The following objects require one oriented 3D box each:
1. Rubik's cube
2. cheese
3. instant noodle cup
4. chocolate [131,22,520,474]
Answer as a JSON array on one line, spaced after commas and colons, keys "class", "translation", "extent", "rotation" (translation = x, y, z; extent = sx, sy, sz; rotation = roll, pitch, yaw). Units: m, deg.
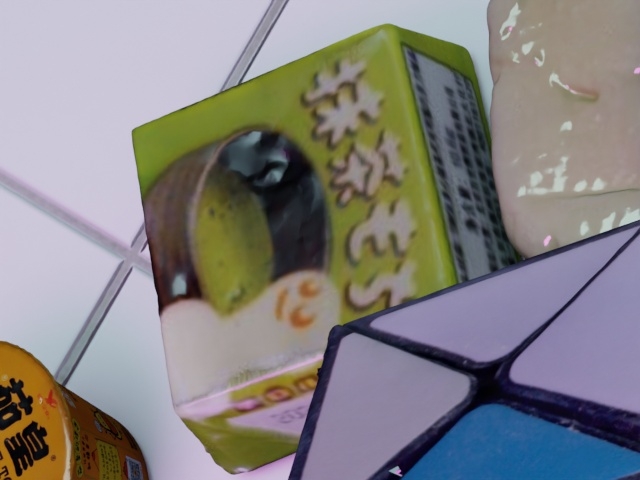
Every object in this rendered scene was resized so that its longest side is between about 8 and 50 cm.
[{"class": "Rubik's cube", "translation": [0.171, 0.198, 1.227], "extent": [0.305, 0.307, 0.310], "rotation": [-18, 26, 21]}, {"class": "cheese", "translation": [0.214, -0.091, 1.484], "extent": [0.159, 0.093, 0.263], "rotation": [-11, 69, 33]}, {"class": "instant noodle cup", "translation": [-0.252, 0.204, 1.583], "extent": [0.216, 0.172, 0.215], "rotation": [-8, 70, 24]}, {"class": "chocolate", "translation": [0.000, 0.000, 1.540], "extent": [0.289, 0.137, 0.300], "rotation": [-21, 66, 20]}]
